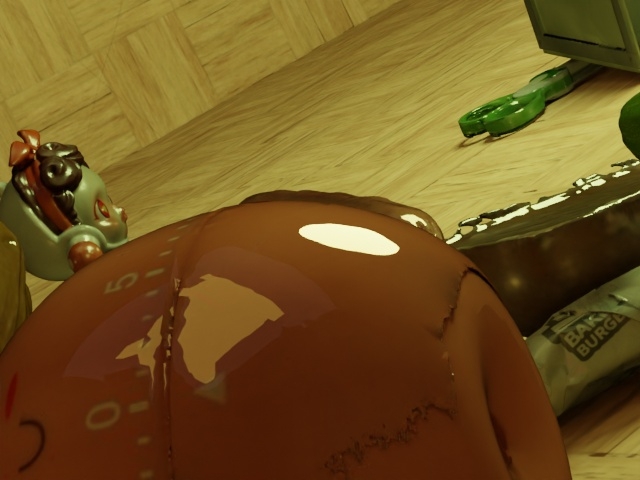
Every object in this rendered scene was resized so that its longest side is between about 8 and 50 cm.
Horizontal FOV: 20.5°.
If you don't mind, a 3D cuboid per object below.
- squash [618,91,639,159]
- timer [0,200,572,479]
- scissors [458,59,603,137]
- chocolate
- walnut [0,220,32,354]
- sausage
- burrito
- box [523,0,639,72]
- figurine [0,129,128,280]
[{"bbox_3d":[0.310,-0.086,1.177,0.082,0.082,0.292,-33,11,-30],"label":"squash"},{"bbox_3d":[-0.020,0.101,0.685,0.215,0.229,0.229,-20,13,19],"label":"timer"},{"bbox_3d":[0.239,-0.161,1.839,0.204,0.027,0.101,-32,18,-24],"label":"scissors"},{"bbox_3d":[0.191,-0.002,1.058,0.261,0.083,0.161,-22,5,-26],"label":"chocolate"},{"bbox_3d":[-0.425,0.095,1.458,0.398,0.308,0.354,-28,-10,6],"label":"walnut"},{"bbox_3d":[0.000,-0.002,1.507,0.088,0.088,0.433,-30,11,-16],"label":"sausage"},{"bbox_3d":[0.176,0.043,0.949,0.203,0.064,0.064,-28,11,1],"label":"burrito"},{"bbox_3d":[0.287,-0.252,1.787,0.086,0.129,0.225,-25,18,-13],"label":"box"},{"bbox_3d":[-0.234,-0.004,1.694,0.160,0.226,0.183,-23,11,24],"label":"figurine"}]
